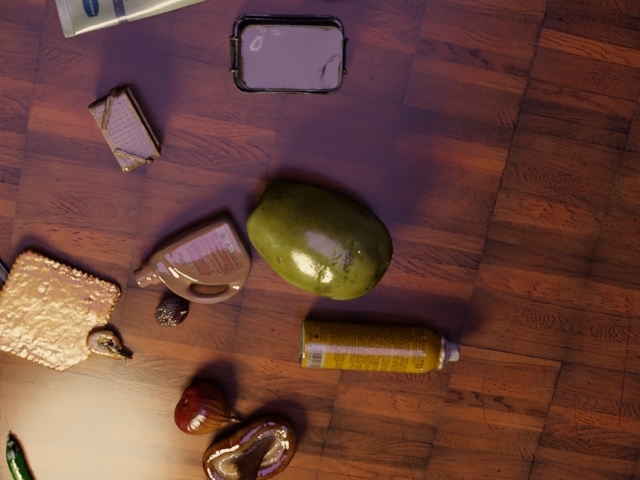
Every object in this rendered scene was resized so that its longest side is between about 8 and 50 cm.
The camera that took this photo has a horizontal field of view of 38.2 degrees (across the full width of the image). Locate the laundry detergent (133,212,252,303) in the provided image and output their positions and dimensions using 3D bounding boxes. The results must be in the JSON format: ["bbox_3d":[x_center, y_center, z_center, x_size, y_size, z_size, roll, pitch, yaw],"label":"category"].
[{"bbox_3d":[-0.261,0.062,1.949,0.237,0.076,0.171,-28,105,2],"label":"laundry detergent"}]

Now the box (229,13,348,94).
[{"bbox_3d":[-0.059,-0.366,1.832,0.244,0.135,0.163,1,104,-6],"label":"box"}]

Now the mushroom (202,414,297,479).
[{"bbox_3d":[-0.147,0.492,1.993,0.227,0.217,0.148,-38,104,4],"label":"mushroom"}]

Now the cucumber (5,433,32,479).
[{"bbox_3d":[-0.670,0.501,2.039,0.037,0.037,0.155,-16,104,-2],"label":"cucumber"}]

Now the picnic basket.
[{"bbox_3d":[-0.389,-0.224,1.845,0.080,0.115,0.164,-27,105,-1],"label":"picnic basket"}]

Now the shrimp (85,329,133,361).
[{"bbox_3d":[-0.452,0.226,1.993,0.108,0.023,0.059,20,95,-19],"label":"shrimp"}]

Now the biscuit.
[{"bbox_3d":[-0.572,0.157,1.964,0.232,0.013,0.236,24,101,-18],"label":"biscuit"}]

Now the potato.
[{"bbox_3d":[0.002,-0.001,1.895,0.304,0.216,0.215,32,99,-15],"label":"potato"}]

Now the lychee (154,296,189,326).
[{"bbox_3d":[-0.315,0.153,1.970,0.083,0.067,0.068,-6,67,22],"label":"lychee"}]

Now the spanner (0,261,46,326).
[{"bbox_3d":[-0.650,0.100,1.953,0.046,0.012,0.208,-34,104,4],"label":"spanner"}]

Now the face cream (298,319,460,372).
[{"bbox_3d":[0.130,0.234,2.016,0.349,0.105,0.104,3,104,-6],"label":"face cream"}]

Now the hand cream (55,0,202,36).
[{"bbox_3d":[-0.364,-0.487,1.824,0.321,0.067,0.109,-10,106,4],"label":"hand cream"}]

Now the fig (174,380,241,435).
[{"bbox_3d":[-0.246,0.364,2.028,0.119,0.153,0.119,3,95,35],"label":"fig"}]
